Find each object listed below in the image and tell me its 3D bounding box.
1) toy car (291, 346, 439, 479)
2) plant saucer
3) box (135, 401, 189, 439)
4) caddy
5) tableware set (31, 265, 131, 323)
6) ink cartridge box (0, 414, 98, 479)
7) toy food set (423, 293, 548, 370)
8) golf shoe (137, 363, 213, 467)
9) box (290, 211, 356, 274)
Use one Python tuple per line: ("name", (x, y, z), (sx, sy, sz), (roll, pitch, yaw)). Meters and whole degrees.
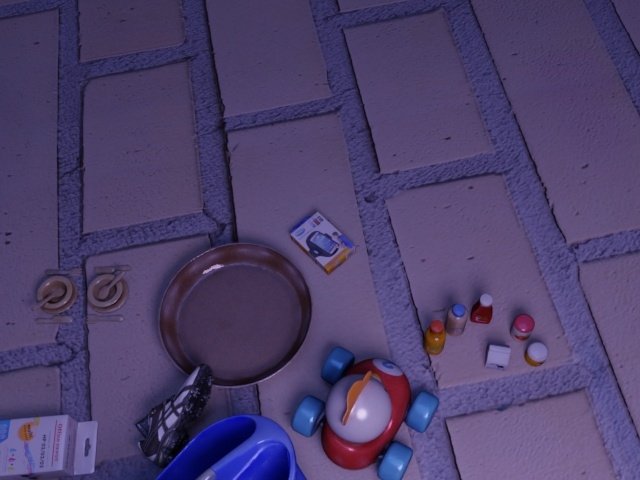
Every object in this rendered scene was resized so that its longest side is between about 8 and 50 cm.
("toy car", (0.077, 0.278, 1.259), (0.219, 0.238, 0.210), (26, 66, 17))
("plant saucer", (-0.167, 0.150, 1.456), (0.310, 0.050, 0.311), (-1, 61, 3))
("box", (-0.298, 0.358, 1.369), (0.067, 0.018, 0.083), (-39, 66, -16))
("caddy", (-0.169, 0.445, 1.180), (0.341, 0.179, 0.241), (-46, 41, -19))
("tableware set", (-0.498, 0.107, 1.509), (0.194, 0.039, 0.128), (-2, 61, 3))
("ink cartridge box", (-0.514, 0.383, 1.348), (0.181, 0.061, 0.104), (-6, 62, 1))
("toy food set", (0.318, 0.170, 1.375), (0.232, 0.104, 0.111), (9, 63, 9))
("golf shoe", (-0.269, 0.310, 1.331), (0.094, 0.077, 0.198), (18, 73, 24))
("box", (0.000, 0.000, 1.536), (0.081, 0.028, 0.136), (-40, 68, -16))
